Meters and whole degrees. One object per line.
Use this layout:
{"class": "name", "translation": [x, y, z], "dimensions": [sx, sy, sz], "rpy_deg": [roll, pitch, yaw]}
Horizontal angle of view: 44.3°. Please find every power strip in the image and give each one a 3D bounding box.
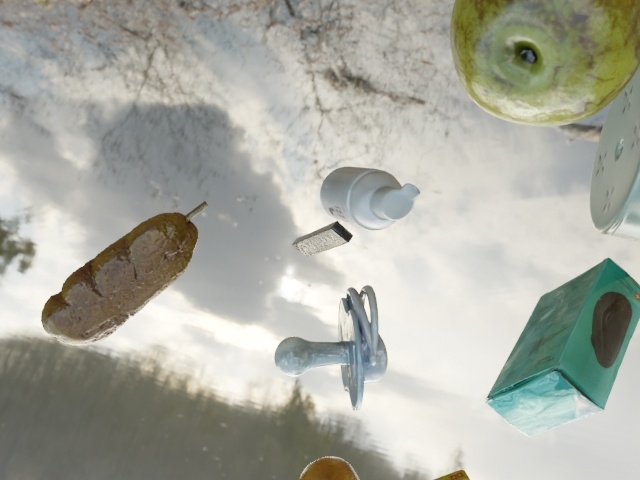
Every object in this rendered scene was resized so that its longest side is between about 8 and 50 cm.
{"class": "power strip", "translation": [0.648, -0.152, 1.516], "dimensions": [0.161, 0.358, 0.357], "rpy_deg": [12, 156, 3]}

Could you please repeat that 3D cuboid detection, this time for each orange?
{"class": "orange", "translation": [0.015, 0.565, 1.760], "dimensions": [0.136, 0.159, 0.159], "rpy_deg": [-9, 145, 33]}

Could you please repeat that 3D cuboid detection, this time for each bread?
{"class": "bread", "translation": [-0.324, 0.048, 1.342], "dimensions": [0.124, 0.344, 0.084], "rpy_deg": [51, 175, -31]}

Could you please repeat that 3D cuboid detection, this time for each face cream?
{"class": "face cream", "translation": [0.116, -0.096, 1.818], "dimensions": [0.145, 0.145, 0.369], "rpy_deg": [26, 179, -17]}

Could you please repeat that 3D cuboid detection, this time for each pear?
{"class": "pear", "translation": [0.310, -0.291, 1.061], "dimensions": [0.283, 0.284, 0.283], "rpy_deg": [15, 156, 7]}

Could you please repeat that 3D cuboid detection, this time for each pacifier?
{"class": "pacifier", "translation": [0.016, 0.228, 1.668], "dimensions": [0.233, 0.244, 0.299], "rpy_deg": [-7, -173, -6]}

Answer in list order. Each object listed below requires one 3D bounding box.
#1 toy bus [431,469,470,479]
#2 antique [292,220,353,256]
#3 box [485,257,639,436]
{"class": "toy bus", "translation": [0.199, 0.526, 1.232], "dimensions": [0.145, 0.151, 0.331], "rpy_deg": [-18, 121, -10]}
{"class": "antique", "translation": [0.000, 0.000, 1.058], "dimensions": [0.031, 0.015, 0.192], "rpy_deg": [40, 164, -9]}
{"class": "box", "translation": [0.459, 0.198, 1.454], "dimensions": [0.118, 0.311, 0.205], "rpy_deg": [42, 141, -1]}
